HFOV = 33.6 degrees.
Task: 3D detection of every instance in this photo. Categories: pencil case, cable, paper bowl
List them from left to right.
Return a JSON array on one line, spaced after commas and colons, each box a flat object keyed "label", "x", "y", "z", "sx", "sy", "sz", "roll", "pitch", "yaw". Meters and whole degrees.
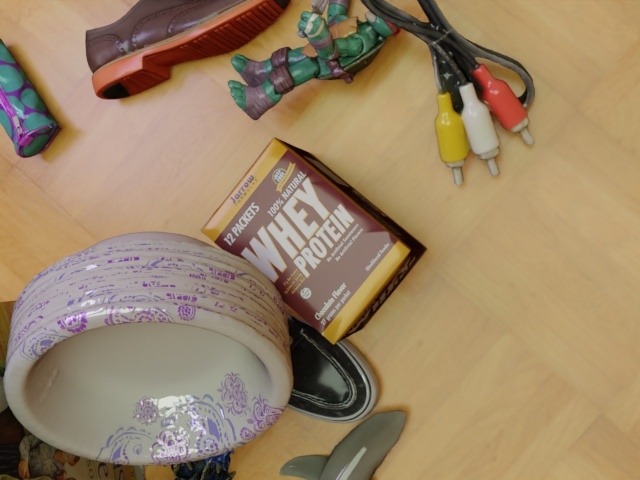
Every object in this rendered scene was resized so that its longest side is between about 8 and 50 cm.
[{"label": "pencil case", "x": -0.390, "y": -0.181, "z": 1.331, "sx": 0.064, "sy": 0.070, "sz": 0.151, "roll": -37, "pitch": 82, "yaw": 9}, {"label": "paper bowl", "x": -0.174, "y": 0.102, "z": 1.093, "sx": 0.284, "sy": 0.284, "sz": 0.148, "roll": -15, "pitch": 50, "yaw": 11}, {"label": "cable", "x": 0.150, "y": -0.205, "z": 1.176, "sx": 0.139, "sy": 0.072, "sz": 0.287, "roll": -31, "pitch": 117, "yaw": 3}]

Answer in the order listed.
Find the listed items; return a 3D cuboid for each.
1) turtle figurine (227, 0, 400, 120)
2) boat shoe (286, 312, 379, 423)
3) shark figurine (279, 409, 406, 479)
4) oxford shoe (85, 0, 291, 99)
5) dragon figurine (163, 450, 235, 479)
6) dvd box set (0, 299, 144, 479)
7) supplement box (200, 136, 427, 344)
[{"label": "turtle figurine", "x": 0.006, "y": -0.233, "z": 1.221, "sx": 0.234, "sy": 0.175, "sz": 0.118, "roll": -30, "pitch": 102, "yaw": 17}, {"label": "boat shoe", "x": -0.069, "y": 0.119, "z": 1.250, "sx": 0.301, "sy": 0.102, "sz": 0.108, "roll": 36, "pitch": 96, "yaw": 9}, {"label": "shark figurine", "x": 0.028, "y": 0.345, "z": 1.228, "sx": 0.166, "sy": 0.116, "sz": 0.278, "roll": -6, "pitch": 87, "yaw": 12}, {"label": "oxford shoe", "x": -0.166, "y": -0.267, "z": 1.278, "sx": 0.271, "sy": 0.097, "sz": 0.098, "roll": -22, "pitch": 80, "yaw": 10}, {"label": "dragon figurine", "x": -0.171, "y": 0.332, "z": 1.247, "sx": 0.085, "sy": 0.144, "sz": 0.289, "roll": 24, "pitch": 94, "yaw": 11}, {"label": "dvd box set", "x": -0.318, "y": 0.216, "z": 1.137, "sx": 0.062, "sy": 0.420, "sz": 0.307, "roll": -14, "pitch": 86, "yaw": 14}, {"label": "supplement box", "x": 0.000, "y": 0.000, "z": 1.191, "sx": 0.191, "sy": 0.194, "sz": 0.129, "roll": 40, "pitch": 97, "yaw": 9}]
